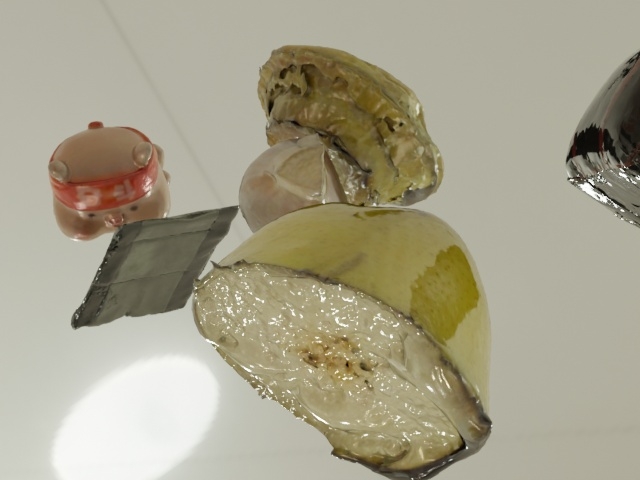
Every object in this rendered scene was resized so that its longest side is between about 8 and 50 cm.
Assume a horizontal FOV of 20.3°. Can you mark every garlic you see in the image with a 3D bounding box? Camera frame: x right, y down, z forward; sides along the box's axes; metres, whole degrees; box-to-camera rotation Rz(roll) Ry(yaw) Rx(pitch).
[{"bbox_3d":[0.002,0.001,1.793,0.128,0.266,0.148,-18,-139,20],"label":"garlic"}]

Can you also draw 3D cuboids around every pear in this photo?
[{"bbox_3d":[0.046,0.049,1.446,0.267,0.267,0.178,6,-128,40],"label":"pear"}]

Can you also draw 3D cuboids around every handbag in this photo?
[{"bbox_3d":[0.312,-0.097,1.509,0.169,0.155,0.215,-57,-175,-6],"label":"handbag"}]

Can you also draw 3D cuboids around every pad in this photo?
[{"bbox_3d":[-0.207,0.034,2.241,0.174,0.233,0.022,-10,-119,-32],"label":"pad"}]

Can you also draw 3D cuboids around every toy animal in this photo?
[{"bbox_3d":[-0.281,-0.079,2.392,0.171,0.171,0.197,-30,179,-1],"label":"toy animal"}]

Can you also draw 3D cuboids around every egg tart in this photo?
[{"bbox_3d":[0.020,-0.108,1.929,0.241,0.241,0.106,8,-130,41],"label":"egg tart"}]
